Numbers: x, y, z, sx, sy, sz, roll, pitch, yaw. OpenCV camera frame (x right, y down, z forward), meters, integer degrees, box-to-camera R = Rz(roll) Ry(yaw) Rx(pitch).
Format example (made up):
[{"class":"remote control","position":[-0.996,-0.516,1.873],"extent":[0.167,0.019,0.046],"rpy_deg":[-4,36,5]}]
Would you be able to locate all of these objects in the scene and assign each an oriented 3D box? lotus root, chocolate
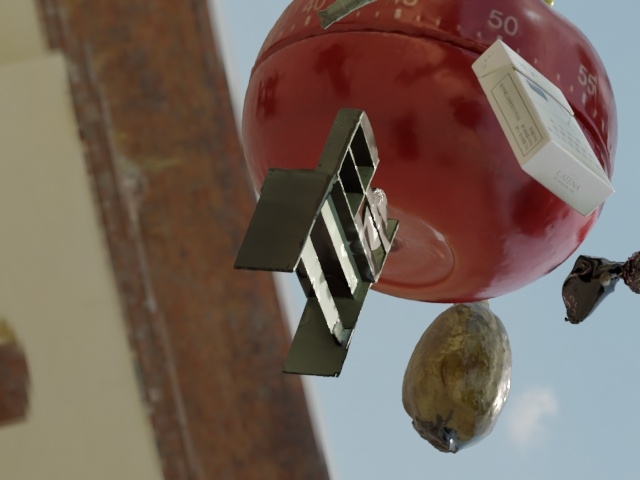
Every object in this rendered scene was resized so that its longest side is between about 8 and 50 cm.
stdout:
[{"class":"lotus root","position":[0.166,0.149,2.245],"extent":[0.138,0.138,0.214],"rpy_deg":[109,-5,-68]},{"class":"chocolate","position":[0.308,0.040,2.009],"extent":[0.147,0.070,0.072],"rpy_deg":[-16,-126,43]}]

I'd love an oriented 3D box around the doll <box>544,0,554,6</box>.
[{"class":"doll","position":[0.197,-0.342,2.346],"extent":[0.135,0.241,0.098],"rpy_deg":[23,-86,48]}]

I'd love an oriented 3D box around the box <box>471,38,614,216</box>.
[{"class":"box","position":[0.180,-0.093,1.553],"extent":[0.040,0.084,0.154],"rpy_deg":[-45,-146,21]}]

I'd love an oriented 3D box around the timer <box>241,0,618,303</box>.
[{"class":"timer","position":[0.107,-0.103,1.906],"extent":[0.378,0.378,0.279],"rpy_deg":[101,9,-62]}]

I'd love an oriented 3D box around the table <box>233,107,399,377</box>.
[{"class":"table","position":[0.000,0.000,1.576],"extent":[0.146,0.062,0.175],"rpy_deg":[69,33,-47]}]

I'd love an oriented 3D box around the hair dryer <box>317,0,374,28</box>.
[{"class":"hair dryer","position":[0.090,-0.259,1.620],"extent":[0.075,0.237,0.206],"rpy_deg":[54,0,-21]}]
